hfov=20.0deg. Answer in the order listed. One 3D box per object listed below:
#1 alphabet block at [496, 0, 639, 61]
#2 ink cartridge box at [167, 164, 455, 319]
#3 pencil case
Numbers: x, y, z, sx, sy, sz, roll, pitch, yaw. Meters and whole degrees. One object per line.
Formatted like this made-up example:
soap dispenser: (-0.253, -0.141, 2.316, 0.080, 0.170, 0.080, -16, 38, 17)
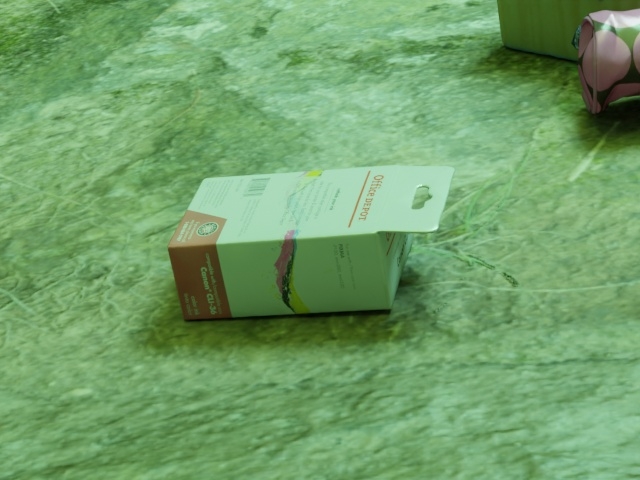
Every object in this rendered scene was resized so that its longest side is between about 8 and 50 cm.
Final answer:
alphabet block: (0.282, -0.285, 1.664, 0.193, 0.197, 0.192, 16, 35, 40)
ink cartridge box: (0.000, 0.000, 1.339, 0.198, 0.067, 0.115, -4, 27, 15)
pencil case: (0.320, -0.157, 1.521, 0.209, 0.098, 0.095, -6, 47, 1)
